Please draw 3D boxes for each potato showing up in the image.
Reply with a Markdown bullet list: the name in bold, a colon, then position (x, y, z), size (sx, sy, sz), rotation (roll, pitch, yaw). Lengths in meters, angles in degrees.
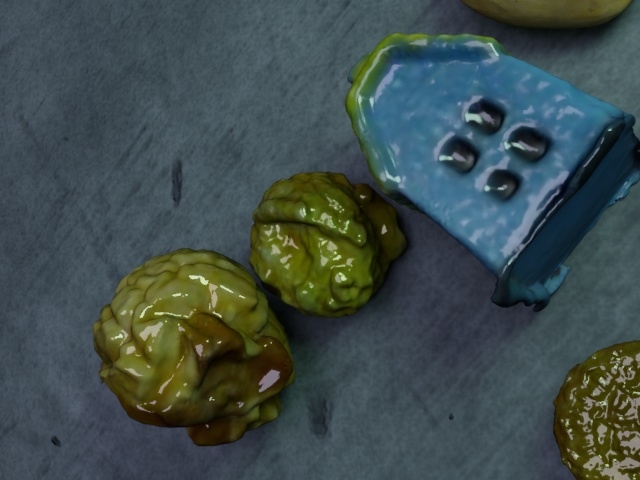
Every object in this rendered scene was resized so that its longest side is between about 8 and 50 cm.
- **potato**: position (0.260, -0.332, 0.853), size (0.233, 0.146, 0.150), rotation (16, 134, 17)

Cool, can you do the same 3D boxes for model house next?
- **model house**: position (0.176, -0.100, 0.807), size (0.303, 0.237, 0.215), rotation (44, 104, 26)

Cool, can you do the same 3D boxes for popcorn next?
- **popcorn**: position (-0.160, 0.135, 0.956), size (0.225, 0.265, 0.332), rotation (-65, 20, -14)
- **popcorn**: position (0.002, 0.001, 0.941), size (0.197, 0.155, 0.198), rotation (8, 107, 28)

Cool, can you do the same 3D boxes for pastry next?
- **pastry**: position (0.338, 0.193, 0.755), size (0.188, 0.103, 0.189), rotation (-4, 81, 27)
